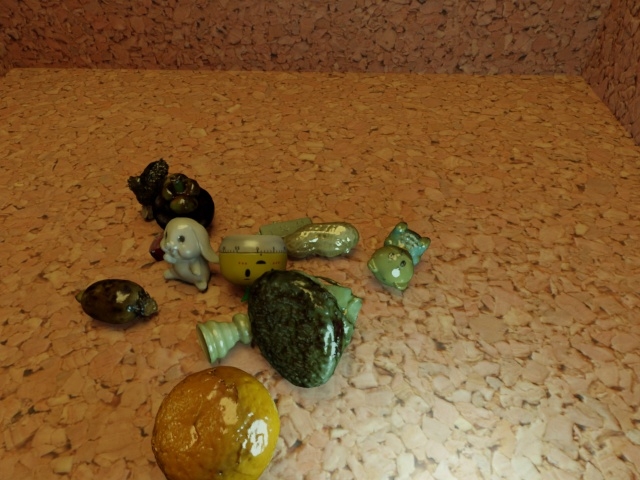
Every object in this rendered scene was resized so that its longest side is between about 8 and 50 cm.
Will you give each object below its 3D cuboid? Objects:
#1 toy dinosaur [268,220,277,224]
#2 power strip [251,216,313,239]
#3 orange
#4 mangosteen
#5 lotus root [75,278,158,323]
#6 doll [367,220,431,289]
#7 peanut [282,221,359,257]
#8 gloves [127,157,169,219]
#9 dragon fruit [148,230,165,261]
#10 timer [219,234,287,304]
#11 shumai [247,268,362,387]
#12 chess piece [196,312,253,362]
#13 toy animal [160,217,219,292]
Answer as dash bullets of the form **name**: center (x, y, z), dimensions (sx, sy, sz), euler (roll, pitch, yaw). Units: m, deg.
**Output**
- **toy dinosaur**: center (-0.208, -0.050, 2.052), dimensions (0.062, 0.021, 0.083), euler (-38, 70, -25)
- **power strip**: center (-0.168, -0.032, 1.999), dimensions (0.288, 0.053, 0.093), euler (-12, 51, -17)
- **orange**: center (-0.274, 0.521, 1.258), dimensions (0.341, 0.293, 0.340), euler (-9, 62, 17)
- **mangosteen**: center (-0.596, -0.158, 1.979), dimensions (0.233, 0.287, 0.287), euler (-13, 41, 18)
- **lotus root**: center (-0.762, 0.220, 1.688), dimensions (0.314, 0.141, 0.169), euler (5, 40, 7)
- **doll**: center (0.304, 0.068, 1.826), dimensions (0.177, 0.161, 0.260), euler (35, 49, 4)
- **peanut**: center (0.000, 0.000, 1.920), dimensions (0.325, 0.140, 0.153), euler (-11, 87, -1)
- **gloves**: center (-0.760, -0.237, 2.060), dimensions (0.135, 0.312, 0.210), euler (26, 37, 0)
- **dragon fruit**: center (-0.645, 0.016, 1.937), dimensions (0.147, 0.102, 0.096), euler (-21, 45, -14)
- **timer**: center (-0.256, 0.114, 1.758), dimensions (0.285, 0.285, 0.285), euler (0, 44, 0)
- **shumai**: center (-0.012, 0.256, 1.534), dimensions (0.395, 0.395, 0.348), euler (34, 33, 30)
- **chess piece**: center (-0.290, 0.311, 1.606), dimensions (0.251, 0.144, 0.144), euler (-19, 47, -26)
- **toy animal**: center (-0.504, 0.048, 1.794), dimensions (0.249, 0.289, 0.174), euler (29, 46, 0)
